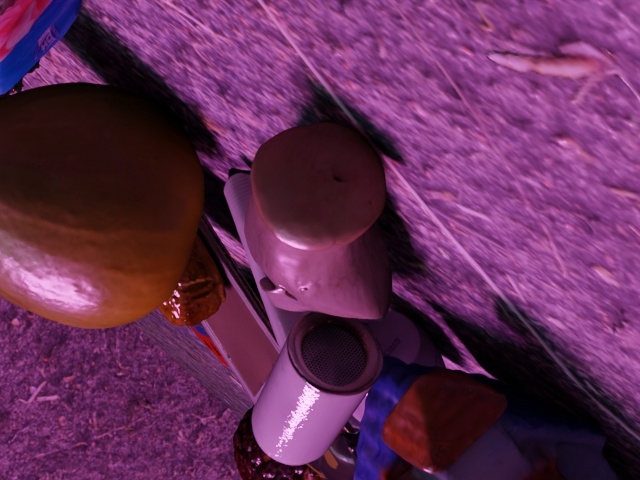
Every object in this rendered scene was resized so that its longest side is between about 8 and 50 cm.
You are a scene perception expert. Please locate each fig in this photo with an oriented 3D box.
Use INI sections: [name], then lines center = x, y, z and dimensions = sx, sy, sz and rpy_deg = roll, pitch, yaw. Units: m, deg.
[fig]
center = -0.215, -0.036, 1.395
dimensions = 0.230, 0.207, 0.207
rpy_deg = 15, 172, -7

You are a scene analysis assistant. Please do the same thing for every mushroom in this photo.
[mushroom]
center = -0.004, -0.007, 1.132
dimensions = 0.247, 0.096, 0.108
rpy_deg = 80, 165, -69

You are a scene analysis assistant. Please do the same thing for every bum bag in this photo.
[bum bag]
center = 0.086, 0.210, 1.567
dimensions = 0.233, 0.060, 0.106
rpy_deg = 0, 138, 23

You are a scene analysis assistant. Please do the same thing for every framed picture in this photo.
[framed picture]
center = -0.111, 0.030, 1.588
dimensions = 0.274, 0.017, 0.217
rpy_deg = 57, 163, 7

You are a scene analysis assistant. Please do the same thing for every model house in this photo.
[model house]
center = 0.081, 0.226, 1.261
dimensions = 0.252, 0.295, 0.329
rpy_deg = 32, 161, 53

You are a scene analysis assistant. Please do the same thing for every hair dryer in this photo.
[hair dryer]
center = -0.037, 0.047, 1.303
dimensions = 0.236, 0.073, 0.131
rpy_deg = 66, 151, 25

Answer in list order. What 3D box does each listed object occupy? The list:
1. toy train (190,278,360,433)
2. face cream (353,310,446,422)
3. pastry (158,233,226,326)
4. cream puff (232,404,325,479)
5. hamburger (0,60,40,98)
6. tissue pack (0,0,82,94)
[toy train]
center = -0.033, 0.109, 1.693
dimensions = 0.089, 0.086, 0.409
rpy_deg = 58, 164, -17
[face cream]
center = 0.059, 0.109, 1.391
dimensions = 0.091, 0.091, 0.095
rpy_deg = 35, 161, 29
[pastry]
center = -0.130, 0.029, 1.514
dimensions = 0.097, 0.057, 0.109
rpy_deg = 63, 161, -8
[cream puff]
center = 0.012, 0.270, 1.962
dimensions = 0.239, 0.165, 0.239
rpy_deg = 48, -169, -13
[hamburger]
center = -0.348, -0.213, 1.381
dimensions = 0.243, 0.146, 0.286
rpy_deg = 40, 174, 47
[tissue pack]
center = -0.258, -0.208, 1.068
dimensions = 0.209, 0.137, 0.270
rpy_deg = 43, 170, -4
